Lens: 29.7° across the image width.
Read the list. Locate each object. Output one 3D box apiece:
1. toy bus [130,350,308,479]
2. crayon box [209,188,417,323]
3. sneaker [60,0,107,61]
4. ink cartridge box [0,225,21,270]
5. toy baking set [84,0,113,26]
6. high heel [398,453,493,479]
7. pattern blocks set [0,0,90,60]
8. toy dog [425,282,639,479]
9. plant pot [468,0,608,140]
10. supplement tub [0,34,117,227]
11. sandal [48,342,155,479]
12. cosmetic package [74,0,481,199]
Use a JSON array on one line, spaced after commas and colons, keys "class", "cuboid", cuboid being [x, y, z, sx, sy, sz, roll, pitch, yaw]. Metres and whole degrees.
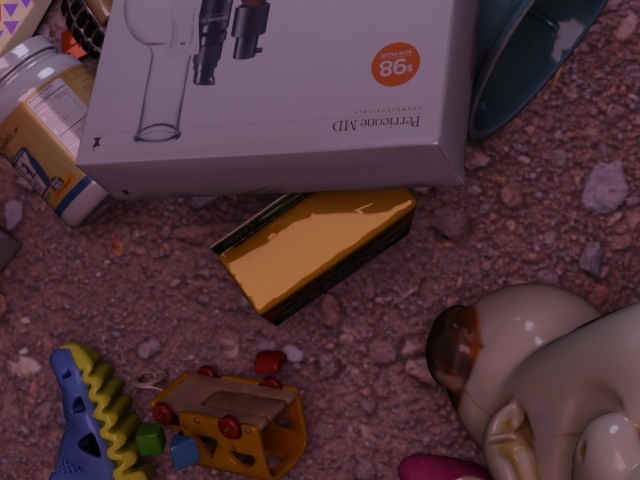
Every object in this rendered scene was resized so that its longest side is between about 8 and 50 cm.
[{"class": "toy bus", "cuboid": [-0.115, 0.220, 1.418, 0.191, 0.202, 0.104, -14, 113, -6]}, {"class": "crayon box", "cuboid": [0.000, 0.000, 1.332, 0.203, 0.323, 0.083, -35, 83, -2]}, {"class": "sneaker", "cuboid": [-0.237, -0.258, 1.500, 0.208, 0.081, 0.094, 48, 65, -7]}, {"class": "ink cartridge box", "cuboid": [-0.512, -0.050, 1.423, 0.278, 0.201, 0.117, 40, 87, 6]}, {"class": "toy baking set", "cuboid": [-0.228, -0.340, 1.486, 0.197, 0.030, 0.256, -35, 86, -41]}, {"class": "high heel", "cuboid": [0.199, 0.320, 1.387, 0.244, 0.117, 0.082, 34, 86, 6]}, {"class": "pattern blocks set", "cuboid": [-0.419, -0.299, 1.534, 0.285, 0.026, 0.325, 35, 85, 1]}, {"class": "toy dog", "cuboid": [0.278, 0.169, 1.269, 0.285, 0.408, 0.395, -15, 105, -24]}, {"class": "plant pot", "cuboid": [0.146, -0.348, 1.382, 0.334, 0.341, 0.341, 38, 86, 14]}, {"class": "supplement tub", "cuboid": [-0.307, -0.130, 1.442, 0.144, 0.144, 0.199, -42, 91, -3]}, {"class": "sandal", "cuboid": [-0.266, 0.276, 1.416, 0.138, 0.126, 0.317, -20, 81, 4]}, {"class": "cosmetic package", "cuboid": [-0.036, -0.190, 1.192, 0.377, 0.097, 0.284, -2, 68, 23]}]
